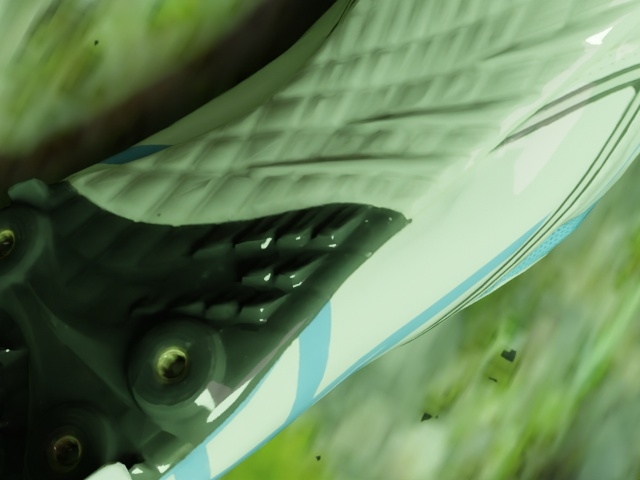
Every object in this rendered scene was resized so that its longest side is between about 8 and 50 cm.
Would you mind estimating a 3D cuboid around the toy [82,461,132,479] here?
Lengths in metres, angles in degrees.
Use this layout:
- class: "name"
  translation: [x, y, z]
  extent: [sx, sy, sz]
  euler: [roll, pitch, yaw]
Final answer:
- class: "toy"
  translation: [-0.126, 0.142, 0.317]
  extent: [0.237, 0.056, 0.137]
  euler: [-38, 138, -23]

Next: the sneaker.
- class: "sneaker"
  translation: [0.000, 0.000, 0.373]
  extent: [0.237, 0.085, 0.086]
  euler: [-39, 144, -10]
